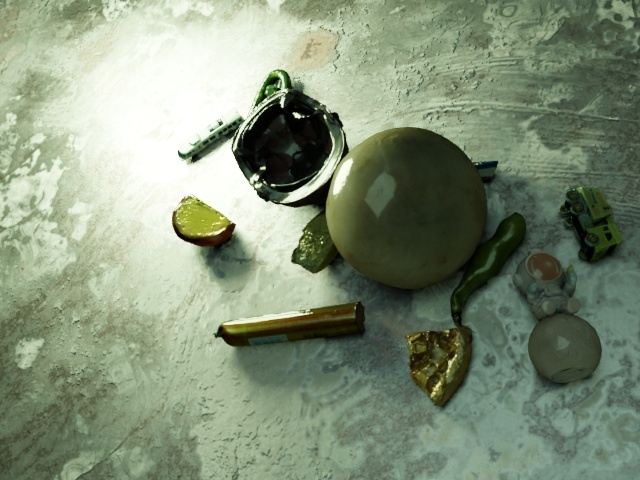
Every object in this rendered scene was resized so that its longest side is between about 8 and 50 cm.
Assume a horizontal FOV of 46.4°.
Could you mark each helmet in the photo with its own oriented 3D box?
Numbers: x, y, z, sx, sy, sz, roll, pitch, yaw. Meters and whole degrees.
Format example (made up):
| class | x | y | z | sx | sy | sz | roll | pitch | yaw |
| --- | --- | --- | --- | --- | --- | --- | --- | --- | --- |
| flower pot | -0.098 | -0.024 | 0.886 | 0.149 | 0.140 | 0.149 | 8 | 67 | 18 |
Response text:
| class | x | y | z | sx | sy | sz | roll | pitch | yaw |
| --- | --- | --- | --- | --- | --- | --- | --- | --- | --- |
| helmet | -0.049 | -0.199 | 1.835 | 0.271 | 0.197 | 0.338 | -48 | 58 | 1 |

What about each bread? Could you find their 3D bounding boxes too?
| class | x | y | z | sx | sy | sz | roll | pitch | yaw |
| --- | --- | --- | --- | --- | --- | --- | --- | --- | --- |
| bread | 0.003 | 0.002 | 1.778 | 0.086 | 0.125 | 0.156 | 34 | 104 | 19 |

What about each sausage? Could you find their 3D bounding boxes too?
| class | x | y | z | sx | sy | sz | roll | pitch | yaw |
| --- | --- | --- | --- | --- | --- | --- | --- | --- | --- |
| sausage | -0.081 | 0.204 | 1.747 | 0.372 | 0.082 | 0.082 | -9 | 65 | 16 |

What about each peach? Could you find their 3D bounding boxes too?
| class | x | y | z | sx | sy | sz | roll | pitch | yaw |
| --- | --- | --- | --- | --- | --- | --- | --- | --- | --- |
| peach | -0.294 | -0.045 | 1.915 | 0.172 | 0.092 | 0.127 | 9 | 75 | 9 |

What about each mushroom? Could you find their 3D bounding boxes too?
| class | x | y | z | sx | sy | sz | roll | pitch | yaw |
| --- | --- | --- | --- | --- | --- | --- | --- | --- | --- |
| mushroom | 0.189 | -0.071 | 1.686 | 0.363 | 0.294 | 0.362 | 1 | 85 | -9 |

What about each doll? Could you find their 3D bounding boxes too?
| class | x | y | z | sx | sy | sz | roll | pitch | yaw |
| --- | --- | --- | --- | --- | --- | --- | --- | --- | --- |
| doll | 0.483 | 0.148 | 1.556 | 0.151 | 0.151 | 0.287 | -16 | 57 | 11 |

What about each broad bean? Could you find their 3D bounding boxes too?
| class | x | y | z | sx | sy | sz | roll | pitch | yaw |
| --- | --- | --- | --- | --- | --- | --- | --- | --- | --- |
| broad bean | 0.371 | 0.065 | 1.659 | 0.098 | 0.056 | 0.318 | 14 | 66 | 38 |

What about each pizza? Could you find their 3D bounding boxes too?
| class | x | y | z | sx | sy | sz | roll | pitch | yaw |
| --- | --- | --- | --- | --- | --- | --- | --- | --- | --- |
| pizza | 0.249 | 0.247 | 1.626 | 0.161 | 0.062 | 0.182 | 32 | 82 | 28 |

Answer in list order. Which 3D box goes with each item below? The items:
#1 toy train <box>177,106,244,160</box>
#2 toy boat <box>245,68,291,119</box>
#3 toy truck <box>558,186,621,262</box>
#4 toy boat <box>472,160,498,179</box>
| class | x | y | z | sx | sy | sz | roll | pitch | yaw |
| --- | --- | --- | --- | --- | --- | --- | --- | --- | --- |
| toy train | -0.307 | -0.289 | 2.047 | 0.208 | 0.047 | 0.043 | -34 | 60 | 1 |
| toy boat | -0.139 | -0.371 | 2.024 | 0.104 | 0.052 | 0.210 | 12 | 73 | 25 |
| toy truck | 0.597 | -0.043 | 1.630 | 0.100 | 0.077 | 0.168 | -13 | 60 | -3 |
| toy boat | 0.308 | -0.166 | 1.786 | 0.229 | 0.080 | 0.045 | 0 | 102 | 15 |
